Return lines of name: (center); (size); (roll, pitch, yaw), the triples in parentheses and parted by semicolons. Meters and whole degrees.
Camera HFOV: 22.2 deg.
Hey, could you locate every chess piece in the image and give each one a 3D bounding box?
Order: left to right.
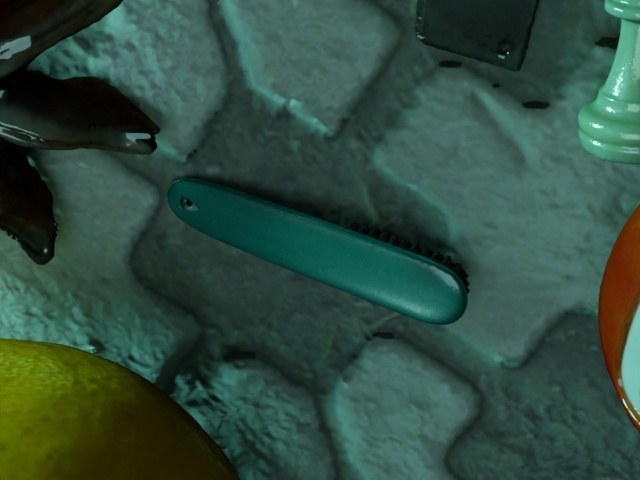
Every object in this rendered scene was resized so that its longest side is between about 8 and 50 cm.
chess piece: (0.168, -0.117, 0.843); (0.059, 0.059, 0.149); (7, 113, 10)

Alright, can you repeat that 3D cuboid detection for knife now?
knife: (0.100, -0.202, 0.832); (0.072, 0.019, 0.245); (18, 122, 6)

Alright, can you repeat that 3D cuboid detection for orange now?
orange: (-0.182, 0.207, 0.963); (0.312, 0.312, 0.312); (6, 119, 11)

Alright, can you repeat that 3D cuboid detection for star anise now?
star anise: (-0.225, -0.101, 0.925); (0.288, 0.088, 0.288); (2, 130, 2)

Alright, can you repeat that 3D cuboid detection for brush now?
brush: (0.000, 0.000, 0.962); (0.193, 0.032, 0.043); (21, 126, 16)

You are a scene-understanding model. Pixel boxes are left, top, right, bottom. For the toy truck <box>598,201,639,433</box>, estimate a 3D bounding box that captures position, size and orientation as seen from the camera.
toy truck: (0.266, 0.073, 0.809); (0.265, 0.239, 0.189); (23, 120, 2)
